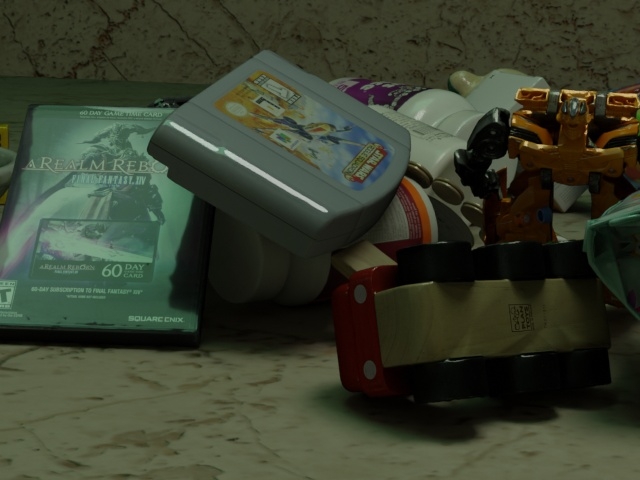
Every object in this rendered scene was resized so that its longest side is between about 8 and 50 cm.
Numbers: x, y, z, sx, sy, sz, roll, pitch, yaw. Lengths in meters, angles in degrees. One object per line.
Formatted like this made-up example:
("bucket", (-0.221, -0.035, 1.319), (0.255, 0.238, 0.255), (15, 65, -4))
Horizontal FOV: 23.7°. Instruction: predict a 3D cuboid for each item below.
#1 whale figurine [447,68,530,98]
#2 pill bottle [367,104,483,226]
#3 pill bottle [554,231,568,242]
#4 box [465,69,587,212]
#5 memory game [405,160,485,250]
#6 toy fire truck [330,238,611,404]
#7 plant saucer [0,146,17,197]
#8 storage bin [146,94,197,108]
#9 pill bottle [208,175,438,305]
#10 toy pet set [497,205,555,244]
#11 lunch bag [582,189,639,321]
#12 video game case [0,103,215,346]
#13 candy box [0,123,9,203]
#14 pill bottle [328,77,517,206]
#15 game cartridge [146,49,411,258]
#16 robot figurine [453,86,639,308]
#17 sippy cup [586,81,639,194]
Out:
("whale figurine", (0.241, -0.147, 2.235), (0.272, 0.216, 0.141), (-20, -22, -43))
("pill bottle", (0.079, -0.092, 1.854), (0.229, 0.131, 0.131), (27, 25, 37))
("pill bottle", (0.250, 0.009, 1.695), (0.043, 0.043, 0.083), (0, 11, -9))
("box", (0.283, -0.137, 2.078), (0.091, 0.170, 0.130), (-45, 24, -10))
("memory game", (0.125, -0.025, 1.614), (0.186, 0.012, 0.186), (31, -20, 13))
("toy fire truck", (0.082, 0.057, 1.247), (0.217, 0.159, 0.246), (-1, -10, -40))
("plant saucer", (-0.537, -0.047, 1.731), (0.400, 0.101, 0.400), (1, 11, 0))
("storage bin", (-0.144, -0.057, 1.591), (0.122, 0.180, 0.084), (-10, 51, -46))
("pill bottle", (0.000, 0.000, 1.509), (0.221, 0.121, 0.121), (-8, 15, -38))
("toy pet set", (0.160, 0.039, 1.367), (0.065, 0.122, 0.114), (-9, -1, -24))
("lunch bag", (0.342, 0.027, 1.199), (0.262, 0.160, 0.223), (25, 17, 14))
("video game case", (-0.197, -0.021, 1.416), (0.196, 0.026, 0.274), (2, 51, 2))
("candy box", (-0.509, -0.099, 1.985), (0.205, 0.105, 0.027), (-1, 16, -8))
("pill bottle", (0.116, -0.124, 2.033), (0.169, 0.169, 0.301), (-7, 14, -36))
("game cartridge", (-0.021, -0.085, 1.426), (0.198, 0.062, 0.297), (27, 25, 6))
("robot figurine", (0.233, -0.039, 1.410), (0.211, 0.291, 0.085), (5, 54, 12))
("sippy cup", (0.468, -0.120, 1.984), (0.224, 0.305, 0.240), (-3, 50, 38))
